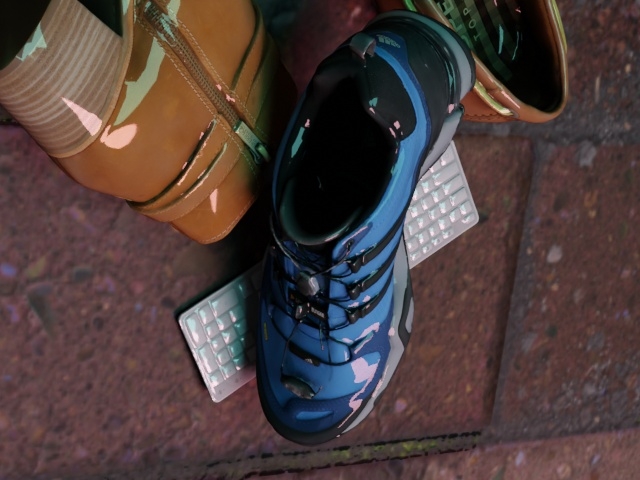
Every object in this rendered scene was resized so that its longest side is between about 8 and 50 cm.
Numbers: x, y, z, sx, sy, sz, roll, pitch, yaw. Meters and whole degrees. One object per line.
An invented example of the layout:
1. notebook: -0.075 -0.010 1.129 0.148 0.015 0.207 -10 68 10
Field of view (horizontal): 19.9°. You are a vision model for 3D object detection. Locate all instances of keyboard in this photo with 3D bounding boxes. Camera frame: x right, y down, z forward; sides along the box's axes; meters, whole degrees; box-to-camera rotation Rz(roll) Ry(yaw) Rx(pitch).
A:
1. keyboard: 0.011 0.018 1.288 0.256 0.014 0.072 -34 123 -26

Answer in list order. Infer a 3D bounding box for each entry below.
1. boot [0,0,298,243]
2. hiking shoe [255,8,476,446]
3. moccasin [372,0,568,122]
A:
1. boot: -0.067 -0.150 1.113 0.220 0.109 0.283 40 72 -44
2. hiking shoe: 0.000 0.000 1.162 0.132 0.113 0.304 -24 130 -59
3. moccasin: 0.065 -0.229 1.161 0.139 0.147 0.380 -37 124 -24
